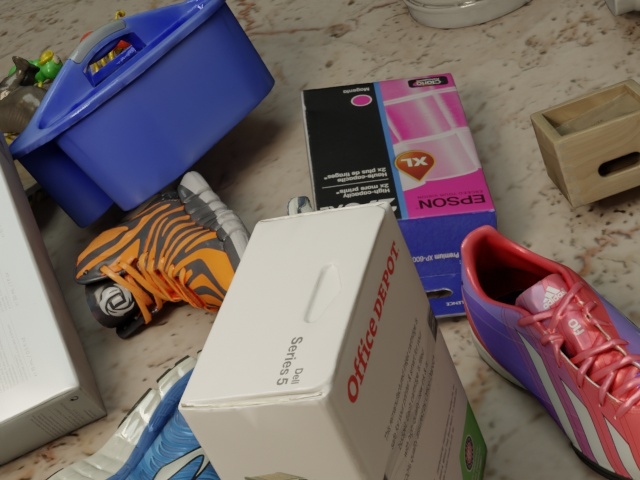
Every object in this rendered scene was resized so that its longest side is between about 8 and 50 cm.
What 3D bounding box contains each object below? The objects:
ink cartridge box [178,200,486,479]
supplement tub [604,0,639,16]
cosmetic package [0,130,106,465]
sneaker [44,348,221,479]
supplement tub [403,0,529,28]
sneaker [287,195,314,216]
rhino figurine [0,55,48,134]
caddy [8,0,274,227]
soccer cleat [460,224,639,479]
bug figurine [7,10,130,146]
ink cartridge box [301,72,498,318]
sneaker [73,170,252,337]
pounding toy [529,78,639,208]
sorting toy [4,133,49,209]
[{"bbox_3d":[0.023,0.138,0.961,0.114,0.273,0.198,-8,37,23],"label":"ink cartridge box"},{"bbox_3d":[0.456,-0.399,1.453,0.324,0.235,0.235,-18,35,9],"label":"supplement tub"},{"bbox_3d":[-0.418,0.069,1.345,0.284,0.097,0.377,-24,62,-3],"label":"cosmetic package"},{"bbox_3d":[-0.117,0.216,1.101,0.147,0.130,0.330,30,48,20],"label":"sneaker"},{"bbox_3d":[0.156,-0.461,1.632,0.241,0.331,0.241,-16,35,12],"label":"supplement tub"},{"bbox_3d":[0.000,0.000,1.370,0.058,0.052,0.135,-13,42,0],"label":"sneaker"},{"bbox_3d":[-0.412,-0.193,1.761,0.243,0.073,0.106,17,87,26],"label":"rhino figurine"},{"bbox_3d":[-0.222,-0.173,1.553,0.241,0.179,0.341,-15,26,51],"label":"caddy"},{"bbox_3d":[0.213,0.092,1.045,0.108,0.116,0.318,-33,35,-12],"label":"soccer cleat"},{"bbox_3d":[-0.370,-0.227,1.873,0.216,0.072,0.279,-14,36,16],"label":"bug figurine"},{"bbox_3d":[0.078,-0.053,1.342,0.175,0.069,0.371,-6,38,-1],"label":"ink cartridge box"},{"bbox_3d":[-0.147,0.048,1.345,0.180,0.125,0.321,-34,24,-6],"label":"sneaker"},{"bbox_3d":[0.298,-0.086,1.271,0.141,0.100,0.130,-19,20,3],"label":"pounding toy"},{"bbox_3d":[-0.409,-0.077,1.673,0.132,0.046,0.274,11,24,12],"label":"sorting toy"}]
